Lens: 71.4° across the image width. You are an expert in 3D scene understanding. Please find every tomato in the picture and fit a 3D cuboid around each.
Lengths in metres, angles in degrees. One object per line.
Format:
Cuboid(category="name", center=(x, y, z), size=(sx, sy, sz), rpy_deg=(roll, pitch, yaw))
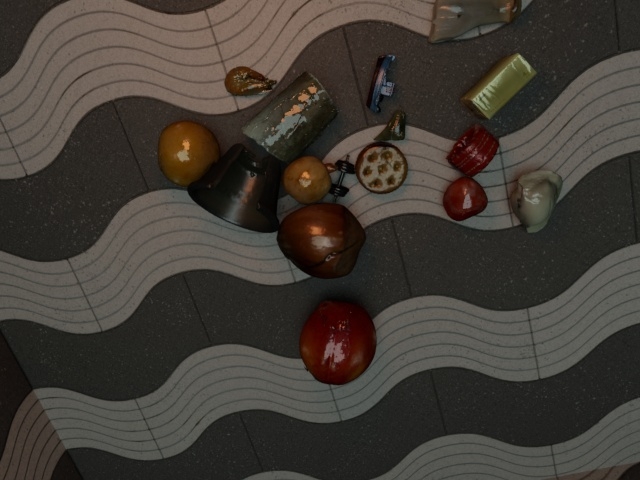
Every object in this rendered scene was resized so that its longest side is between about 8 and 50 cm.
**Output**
Cuboid(category="tomato", center=(0.595, -0.171, 1.846), size=(0.187, 0.151, 0.187), rpy_deg=(2, 108, 8))

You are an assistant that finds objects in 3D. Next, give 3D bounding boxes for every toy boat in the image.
Cuboid(category="toy boat", center=(0.249, -0.612, 1.746), size=(0.097, 0.100, 0.223), rpy_deg=(17, 110, 7))

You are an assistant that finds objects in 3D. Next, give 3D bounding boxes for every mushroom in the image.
Cuboid(category="mushroom", center=(0.572, -0.843, 1.665), size=(0.329, 0.122, 0.159), rpy_deg=(-5, 143, 5))

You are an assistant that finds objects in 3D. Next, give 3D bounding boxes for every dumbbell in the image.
Cuboid(category="dumbbell", center=(0.086, -0.258, 1.866), size=(0.099, 0.099, 0.208), rpy_deg=(17, 107, -3))

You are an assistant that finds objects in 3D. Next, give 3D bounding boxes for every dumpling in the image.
Cuboid(category="dumpling", center=(0.902, -0.171, 1.846), size=(0.227, 0.243, 0.175), rpy_deg=(-30, 64, -6))

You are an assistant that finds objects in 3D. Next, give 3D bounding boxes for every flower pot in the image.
Cuboid(category="flower pot", center=(-0.302, -0.214, 1.764), size=(0.379, 0.379, 0.251), rpy_deg=(20, 72, -4))

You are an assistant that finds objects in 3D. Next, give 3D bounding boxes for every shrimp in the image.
Cuboid(category="shrimp", center=(-0.282, -0.641, 1.790), size=(0.217, 0.051, 0.115), rpy_deg=(1, 105, 5))

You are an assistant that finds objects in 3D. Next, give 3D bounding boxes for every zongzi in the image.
Cuboid(category="zongzi", center=(0.280, -0.485, 1.814), size=(0.131, 0.062, 0.154), rpy_deg=(2, 102, 15))

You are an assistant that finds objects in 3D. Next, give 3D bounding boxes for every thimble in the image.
Cuboid(category="thimble", center=(0.611, -0.359, 1.774), size=(0.125, 0.163, 0.189), rpy_deg=(35, 91, -9))

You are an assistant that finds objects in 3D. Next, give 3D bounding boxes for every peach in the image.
Cuboid(category="peach", center=(0.076, 0.443, 1.964), size=(0.370, 0.370, 0.370), rpy_deg=(1, 107, 2))

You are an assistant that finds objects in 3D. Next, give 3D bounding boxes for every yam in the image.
Cuboid(category="yam", center=(-0.112, -0.474, 1.754), size=(0.348, 0.241, 0.241), rpy_deg=(-41, 101, 11))

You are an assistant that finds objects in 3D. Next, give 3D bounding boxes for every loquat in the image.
Cuboid(category="loquat", center=(-0.533, -0.345, 1.786), size=(0.263, 0.263, 0.263), rpy_deg=(1, 107, 2))

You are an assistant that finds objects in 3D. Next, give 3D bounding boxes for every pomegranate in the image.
Cuboid(category="pomegranate", center=(-0.054, -0.244, 1.797), size=(0.207, 0.207, 0.207), rpy_deg=(1, 107, 2))

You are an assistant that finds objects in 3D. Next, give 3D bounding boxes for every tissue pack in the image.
Cuboid(category="tissue pack", center=(0.673, -0.584, 1.705), size=(0.125, 0.159, 0.234), rpy_deg=(42, 105, -10))

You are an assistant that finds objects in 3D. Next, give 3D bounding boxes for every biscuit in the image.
Cuboid(category="biscuit", center=(0.253, -0.302, 1.862), size=(0.221, 0.066, 0.220), rpy_deg=(1, 107, 2))

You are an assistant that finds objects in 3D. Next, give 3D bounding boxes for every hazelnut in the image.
Cuboid(category="hazelnut", center=(0.000, 0.000, 1.841), size=(0.373, 0.315, 0.372), rpy_deg=(7, 140, 6))
